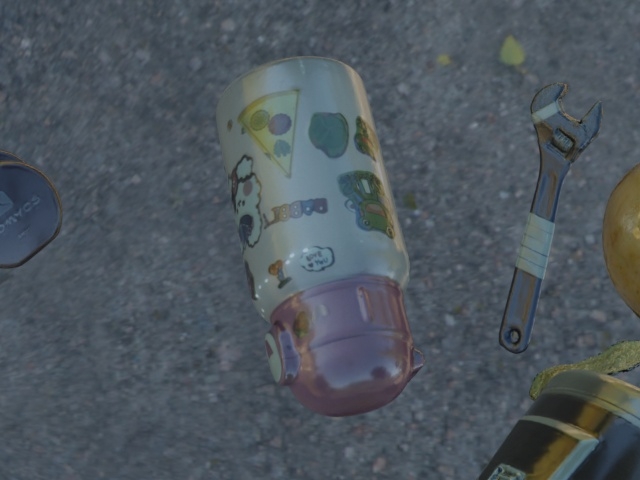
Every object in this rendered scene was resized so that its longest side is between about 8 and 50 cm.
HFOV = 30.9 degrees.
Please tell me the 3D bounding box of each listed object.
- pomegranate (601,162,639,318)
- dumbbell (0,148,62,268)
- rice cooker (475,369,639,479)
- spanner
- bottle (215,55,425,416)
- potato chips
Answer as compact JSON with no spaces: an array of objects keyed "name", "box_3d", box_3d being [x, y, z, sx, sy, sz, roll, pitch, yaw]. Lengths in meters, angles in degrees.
[{"name":"pomegranate","box_3d":[0.343,-0.001,1.034,0.196,0.196,0.196,4,81,-23]},{"name":"dumbbell","box_3d":[-0.428,-0.047,1.544,0.140,0.225,0.124,-43,112,-12]},{"name":"rice cooker","box_3d":[0.365,0.347,1.485,0.335,0.335,0.325,45,73,-11]},{"name":"spanner","box_3d":[0.257,-0.021,1.327,0.024,0.087,0.316,0,103,-53]},{"name":"bottle","box_3d":[0.000,0.000,0.827,0.120,0.120,0.253,1,60,-23]},{"name":"potato chips","box_3d":[0.427,0.202,1.816,0.209,0.142,0.026,-26,97,-2]}]
